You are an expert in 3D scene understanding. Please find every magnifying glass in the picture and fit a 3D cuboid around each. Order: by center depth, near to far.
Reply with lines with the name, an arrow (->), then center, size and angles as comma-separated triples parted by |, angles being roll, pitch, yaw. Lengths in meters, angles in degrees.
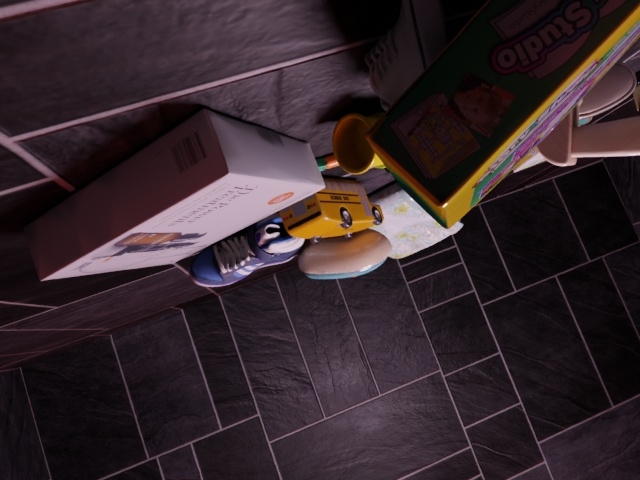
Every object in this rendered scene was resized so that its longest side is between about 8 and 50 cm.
magnifying glass -> -0.014, -0.144, 0.925 | 0.230, 0.026, 0.092 | -20, 173, -12

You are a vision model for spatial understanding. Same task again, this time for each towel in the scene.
towel -> 0.263, -0.057, 1.598 | 0.320, 0.090, 0.374 | -28, 144, 36

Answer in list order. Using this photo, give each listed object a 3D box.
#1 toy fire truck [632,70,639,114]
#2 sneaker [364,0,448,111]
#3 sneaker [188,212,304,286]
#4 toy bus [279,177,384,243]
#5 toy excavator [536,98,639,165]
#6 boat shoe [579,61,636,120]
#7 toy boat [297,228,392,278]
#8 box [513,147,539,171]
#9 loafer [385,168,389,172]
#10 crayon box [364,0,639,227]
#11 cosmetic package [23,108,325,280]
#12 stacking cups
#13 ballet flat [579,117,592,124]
toy fire truck -> 0.926, -0.419, 1.138 | 0.246, 0.159, 0.217 | -10, 172, 0
sneaker -> 0.097, -0.204, 0.542 | 0.091, 0.094, 0.258 | -7, 168, 11
sneaker -> -0.195, 0.012, 1.237 | 0.322, 0.130, 0.236 | -15, 163, -15
toy bus -> 0.036, -0.075, 1.144 | 0.108, 0.130, 0.332 | -26, 171, 29
toy excavator -> 0.612, -0.256, 0.702 | 0.222, 0.432, 0.446 | -12, 129, -51
boat shoe -> 0.440, -0.274, 0.954 | 0.334, 0.112, 0.095 | -18, -174, 12
toy boat -> 0.076, 0.021, 1.388 | 0.267, 0.148, 0.318 | -6, -153, 9
box -> 0.606, -0.281, 1.317 | 0.114, 0.103, 0.203 | -21, 173, 0
loafer -> 0.170, -0.180, 1.012 | 0.078, 0.080, 0.220 | -12, 170, 15
crayon box -> 0.231, -0.182, 0.519 | 0.363, 0.106, 0.313 | -47, 166, 9
cosmetic package -> -0.218, -0.054, 0.753 | 0.376, 0.098, 0.284 | -24, 175, 24
stacking cups -> 0.166, -0.182, 0.825 | 0.316, 0.096, 0.096 | -16, 171, -39
ballet flat -> 0.715, -0.353, 1.312 | 0.067, 0.073, 0.206 | -49, 173, 4
